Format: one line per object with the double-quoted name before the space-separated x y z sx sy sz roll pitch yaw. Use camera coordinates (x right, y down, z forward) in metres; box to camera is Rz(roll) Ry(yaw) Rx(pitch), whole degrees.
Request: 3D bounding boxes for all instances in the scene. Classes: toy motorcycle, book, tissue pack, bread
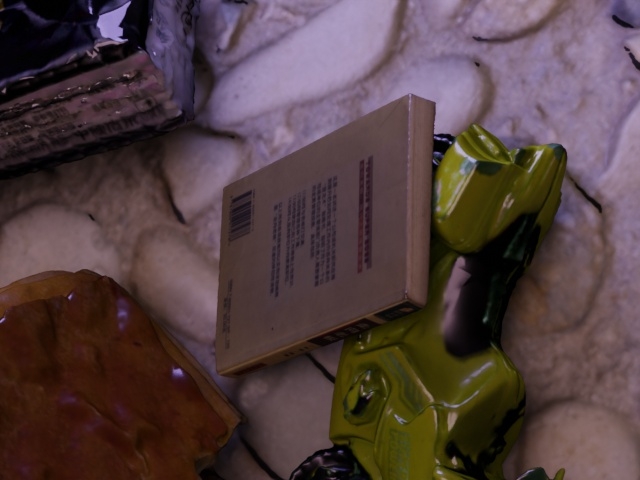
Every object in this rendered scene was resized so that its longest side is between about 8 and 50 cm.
"toy motorcycle" 0.093 0.086 1.418 0.206 0.142 0.342 13 85 23
"book" 0.000 0.000 1.447 0.231 0.026 0.161 -24 57 49
"tissue pack" -0.258 -0.160 1.560 0.332 0.123 0.245 -15 49 16
"bread" -0.176 0.218 1.407 0.191 0.314 0.370 -44 77 29
